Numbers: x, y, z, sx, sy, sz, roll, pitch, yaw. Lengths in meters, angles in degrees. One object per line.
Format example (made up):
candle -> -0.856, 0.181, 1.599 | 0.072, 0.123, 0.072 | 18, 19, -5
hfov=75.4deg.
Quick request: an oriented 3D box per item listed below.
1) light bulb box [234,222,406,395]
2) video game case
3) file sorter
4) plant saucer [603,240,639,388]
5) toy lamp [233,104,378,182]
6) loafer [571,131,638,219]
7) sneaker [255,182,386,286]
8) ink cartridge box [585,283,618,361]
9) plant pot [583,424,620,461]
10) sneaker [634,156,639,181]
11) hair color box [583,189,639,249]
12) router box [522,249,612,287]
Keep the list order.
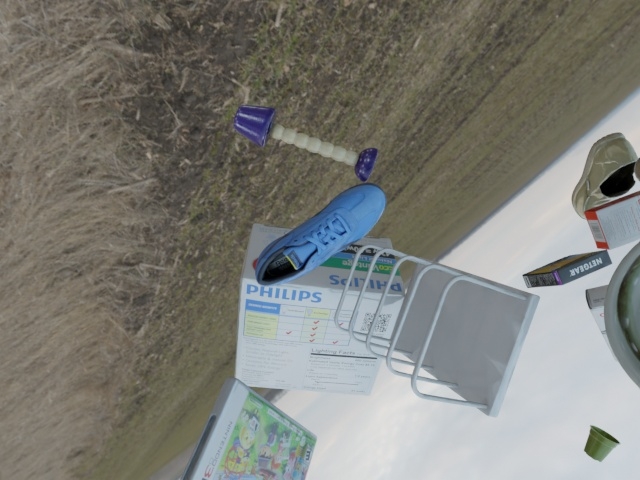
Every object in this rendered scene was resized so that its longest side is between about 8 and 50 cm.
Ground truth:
light bulb box -> -0.018, 0.177, 1.032 | 0.225, 0.358, 0.360 | -92, -169, -55
video game case -> -0.091, 0.314, 0.538 | 0.023, 0.212, 0.193 | -7, -134, 34
file sorter -> 0.167, 0.126, 0.702 | 0.278, 0.173, 0.192 | 23, -86, 66
plant saucer -> 0.694, 0.125, 0.657 | 0.101, 0.400, 0.400 | 30, 117, -31
toy lamp -> -0.030, -0.191, 0.801 | 0.080, 0.275, 0.080 | -160, -90, -84
loafer -> 0.676, -0.126, 0.984 | 0.102, 0.092, 0.268 | -20, 137, 9
sneaker -> 0.000, 0.000, 0.558 | 0.209, 0.069, 0.082 | -33, -169, 15
ink cartridge box -> 0.867, 0.221, 1.156 | 0.159, 0.217, 0.092 | -23, -157, 34
plant pot -> 0.832, 0.613, 1.240 | 0.079, 0.083, 0.083 | -65, 163, 7
sneaker -> 0.705, -0.185, 0.745 | 0.282, 0.099, 0.153 | -32, 176, 22
hair color box -> 0.685, -0.052, 0.907 | 0.167, 0.093, 0.053 | -21, -178, 6
router box -> 0.681, 0.080, 1.150 | 0.179, 0.046, 0.133 | -19, 175, -15
